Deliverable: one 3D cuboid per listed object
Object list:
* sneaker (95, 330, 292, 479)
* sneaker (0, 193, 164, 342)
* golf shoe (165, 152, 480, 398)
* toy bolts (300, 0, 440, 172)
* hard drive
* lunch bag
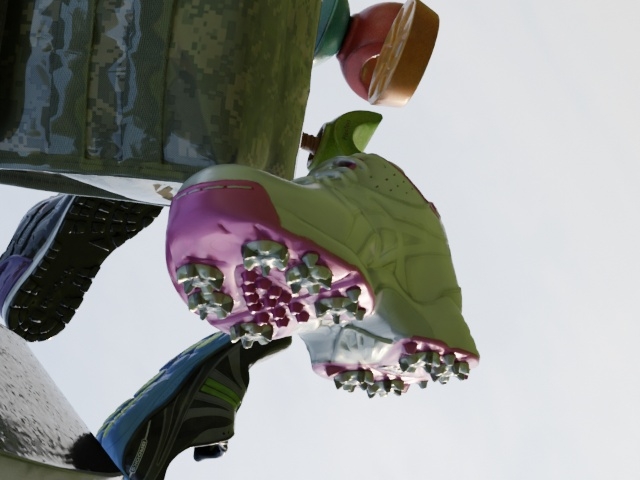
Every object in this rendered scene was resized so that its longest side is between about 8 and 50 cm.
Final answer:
[{"bbox_3d":[-0.089,0.124,1.181,0.188,0.067,0.078,-41,-80,-35],"label":"sneaker"},{"bbox_3d":[-0.285,-0.030,1.769,0.107,0.283,0.124,38,-175,-44],"label":"sneaker"},{"bbox_3d":[0.000,0.000,0.940,0.306,0.115,0.140,37,-132,-58],"label":"golf shoe"},{"bbox_3d":[-0.003,-0.175,1.413,0.158,0.218,0.228,21,-140,-10],"label":"toy bolts"},{"bbox_3d":[-0.214,0.106,0.967,0.172,0.054,0.254,50,-178,18],"label":"hard drive"},{"bbox_3d":[-0.155,-0.149,1.044,0.169,0.287,0.235,24,-107,-69],"label":"lunch bag"}]
